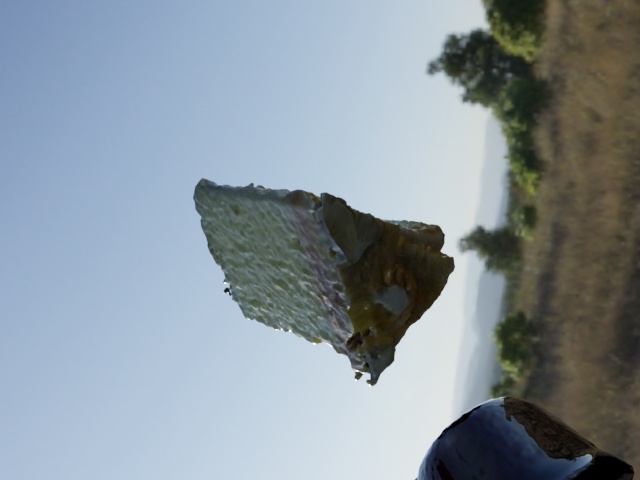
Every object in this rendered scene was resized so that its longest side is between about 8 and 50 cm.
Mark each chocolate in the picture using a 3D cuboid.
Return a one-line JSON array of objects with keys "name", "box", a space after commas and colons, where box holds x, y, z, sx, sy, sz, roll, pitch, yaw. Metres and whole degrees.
[{"name": "chocolate", "box": [0.095, 0.132, 0.483, 0.125, 0.080, 0.148, -11, -50, -35]}]

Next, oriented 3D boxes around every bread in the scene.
[{"name": "bread", "box": [0.000, 0.000, 0.659, 0.127, 0.147, 0.152, -52, -48, -23]}]
